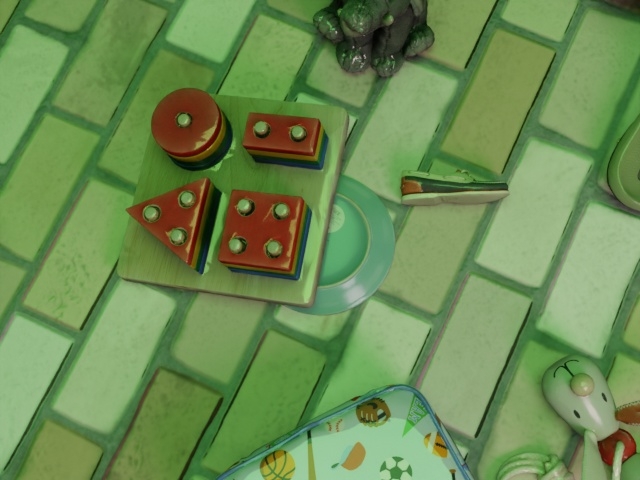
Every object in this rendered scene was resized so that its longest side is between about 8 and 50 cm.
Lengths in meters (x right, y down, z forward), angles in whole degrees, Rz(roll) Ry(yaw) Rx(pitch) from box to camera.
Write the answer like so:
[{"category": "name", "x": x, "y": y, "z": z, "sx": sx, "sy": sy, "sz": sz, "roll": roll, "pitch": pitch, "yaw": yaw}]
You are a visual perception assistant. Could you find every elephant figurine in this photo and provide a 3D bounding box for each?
[{"category": "elephant figurine", "x": 0.073, "y": -0.312, "z": 1.237, "sx": 0.169, "sy": 0.239, "sz": 0.186, "roll": -27, "pitch": 75, "yaw": -3}]

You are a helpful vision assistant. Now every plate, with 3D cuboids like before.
[{"category": "plate", "x": 0.000, "y": 0.000, "z": 1.273, "sx": 0.188, "sy": 0.024, "sz": 0.188, "roll": -1, "pitch": 75, "yaw": 5}]

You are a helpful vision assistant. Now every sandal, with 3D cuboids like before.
[{"category": "sandal", "x": 0.455, "y": -0.172, "z": 1.225, "sx": 0.120, "sy": 0.086, "sz": 0.303, "roll": 26, "pitch": 90, "yaw": 4}]

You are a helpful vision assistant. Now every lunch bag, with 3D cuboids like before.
[{"category": "lunch bag", "x": 0.031, "y": 0.320, "z": 1.143, "sx": 0.303, "sy": 0.115, "sz": 0.243, "roll": -28, "pitch": 78, "yaw": -4}]

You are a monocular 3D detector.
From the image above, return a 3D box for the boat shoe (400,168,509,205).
[{"category": "boat shoe", "x": 0.168, "y": -0.069, "z": 1.269, "sx": 0.137, "sy": 0.049, "sz": 0.043, "roll": -2, "pitch": 73, "yaw": 8}]

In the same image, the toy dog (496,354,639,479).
[{"category": "toy dog", "x": 0.370, "y": 0.275, "z": 1.104, "sx": 0.333, "sy": 0.161, "sz": 0.220, "roll": 31, "pitch": 79, "yaw": 11}]

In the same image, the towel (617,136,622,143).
[{"category": "towel", "x": 0.420, "y": -0.106, "z": 1.279, "sx": 0.083, "sy": 0.009, "sz": 0.060, "roll": -5, "pitch": 74, "yaw": 3}]

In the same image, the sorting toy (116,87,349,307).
[{"category": "sorting toy", "x": -0.116, "y": -0.067, "z": 1.248, "sx": 0.255, "sy": 0.089, "sz": 0.257, "roll": 8, "pitch": 76, "yaw": 14}]
